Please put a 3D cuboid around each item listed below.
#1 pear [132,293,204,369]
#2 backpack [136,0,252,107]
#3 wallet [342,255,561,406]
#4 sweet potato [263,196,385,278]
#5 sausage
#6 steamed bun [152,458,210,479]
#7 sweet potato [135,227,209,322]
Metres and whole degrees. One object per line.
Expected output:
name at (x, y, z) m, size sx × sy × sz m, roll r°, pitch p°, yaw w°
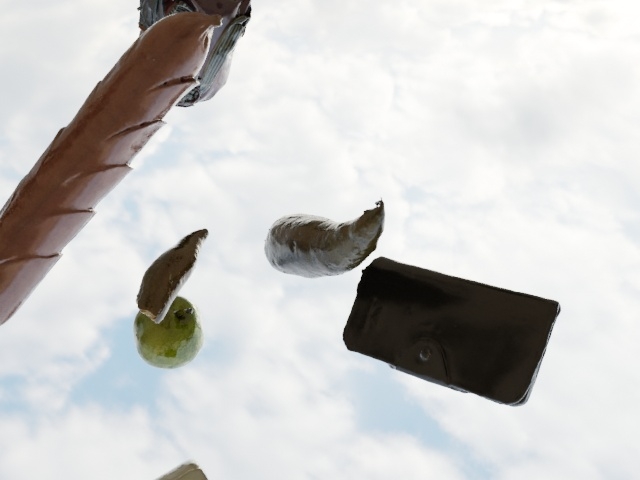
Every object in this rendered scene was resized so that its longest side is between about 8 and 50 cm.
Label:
pear at (-0.343, 0.196, 1.605) m, size 0.166 × 0.216 × 0.180 m, roll 16°, pitch -134°, yaw -19°
backpack at (-0.319, -0.472, 1.683) m, size 0.283 × 0.317 × 0.197 m, roll -8°, pitch -141°, yaw -41°
wallet at (0.208, 0.148, 1.203) m, size 0.377 × 0.051 × 0.197 m, roll 15°, pitch -104°, yaw 39°
sweet potato at (0.001, 0.005, 1.287) m, size 0.130 × 0.130 × 0.422 m, roll -30°, pitch -170°, yaw -26°
sausage at (-0.253, -0.078, 0.739) m, size 0.433 × 0.088 × 0.088 m, roll -51°, pitch -131°, yaw 1°
steamed bun at (-0.263, 0.577, 1.404) m, size 0.146 × 0.164 × 0.242 m, roll -25°, pitch -93°, yaw -26°
sweet potato at (-0.272, 0.048, 1.279) m, size 0.077 × 0.077 × 0.244 m, roll 7°, pitch -134°, yaw 16°
